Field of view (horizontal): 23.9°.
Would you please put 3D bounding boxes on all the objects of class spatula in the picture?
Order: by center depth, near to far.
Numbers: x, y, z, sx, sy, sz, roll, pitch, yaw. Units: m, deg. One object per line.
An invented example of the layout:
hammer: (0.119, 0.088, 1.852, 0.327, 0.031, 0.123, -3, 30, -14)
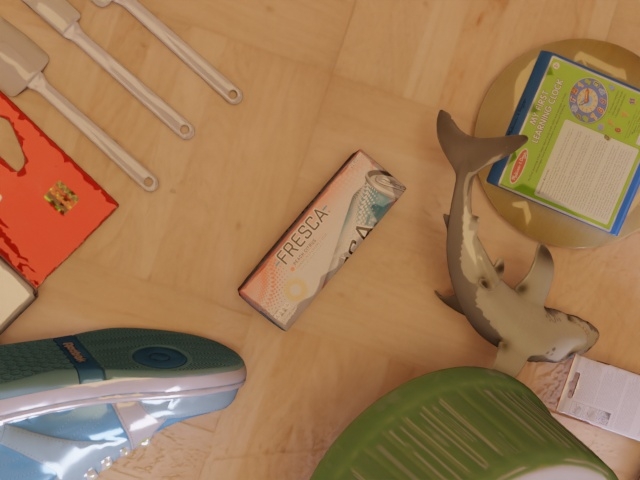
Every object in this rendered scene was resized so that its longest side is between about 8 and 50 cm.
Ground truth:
spatula: (-0.209, -0.170, 1.463, 0.242, 0.019, 0.168, 43, 81, -5)

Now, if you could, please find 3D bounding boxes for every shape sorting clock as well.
shape sorting clock: (0.254, -0.096, 1.490, 0.206, 0.040, 0.206, 0, 94, -1)

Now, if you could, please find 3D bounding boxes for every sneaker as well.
sneaker: (-0.226, 0.200, 1.422, 0.319, 0.127, 0.208, -5, 109, -17)

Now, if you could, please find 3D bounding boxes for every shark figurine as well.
shark figurine: (0.146, 0.028, 1.448, 0.166, 0.116, 0.278, -39, 114, -26)

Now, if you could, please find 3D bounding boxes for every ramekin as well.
ramekin: (0.136, 0.280, 1.358, 0.303, 0.148, 0.303, -14, 118, -28)

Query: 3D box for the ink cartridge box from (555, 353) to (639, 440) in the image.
ink cartridge box: (0.284, 0.154, 1.490, 0.115, 0.029, 0.062, 20, 89, -17)

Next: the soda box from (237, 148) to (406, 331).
soda box: (0.000, 0.000, 1.460, 0.063, 0.058, 0.183, 40, 88, -4)

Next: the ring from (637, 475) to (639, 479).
ring: (0.462, 0.312, 1.518, 0.337, 0.032, 0.336, 0, 90, -5)

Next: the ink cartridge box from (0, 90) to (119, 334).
ink cartridge box: (-0.369, -0.039, 1.427, 0.275, 0.060, 0.239, 44, 88, -4)
